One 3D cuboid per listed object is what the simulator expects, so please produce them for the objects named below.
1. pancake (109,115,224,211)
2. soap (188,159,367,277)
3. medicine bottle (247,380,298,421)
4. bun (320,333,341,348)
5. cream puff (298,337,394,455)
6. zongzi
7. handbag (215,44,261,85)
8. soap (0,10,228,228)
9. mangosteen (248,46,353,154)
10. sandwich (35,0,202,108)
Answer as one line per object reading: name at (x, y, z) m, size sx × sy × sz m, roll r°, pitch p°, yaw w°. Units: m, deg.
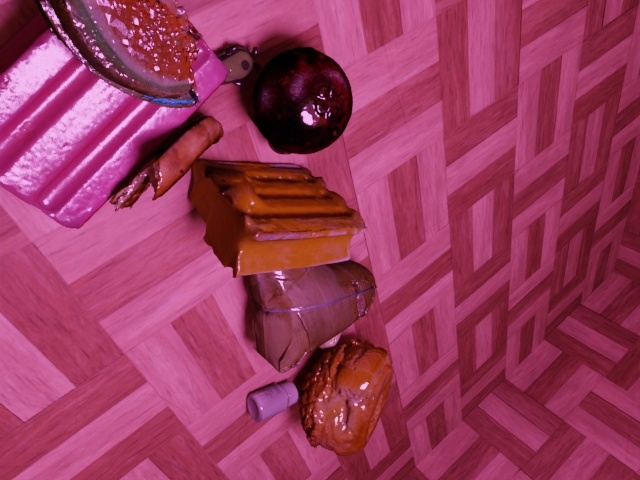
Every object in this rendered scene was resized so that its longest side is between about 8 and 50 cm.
pancake at (-0.243, -0.134, 0.836) m, size 0.056 × 0.212 × 0.257 m, roll 45°, pitch 74°, yaw -16°
soap at (-0.091, -0.058, 0.994) m, size 0.281 × 0.259 × 0.142 m, roll -5°, pitch 131°, yaw -38°
medicine bottle at (-0.133, 0.447, 1.400) m, size 0.131 × 0.080 × 0.080 m, roll -12°, pitch 123°, yaw -37°
bun at (0.016, 0.251, 1.416) m, size 0.115 × 0.069 × 0.115 m, roll -43°, pitch 143°, yaw -44°
cream puff at (0.065, 0.439, 1.444) m, size 0.327 × 0.231 × 0.342 m, roll -52°, pitch 152°, yaw -39°
zongzi at (-0.021, 0.069, 1.212) m, size 0.356 × 0.174 × 0.392 m, roll -27°, pitch 119°, yaw -35°
handbag at (-0.166, -0.313, 0.907) m, size 0.111 × 0.047 × 0.072 m, roll -31°, pitch 132°, yaw -27°
soap at (-0.345, -0.220, 0.748) m, size 0.359 × 0.128 × 0.233 m, roll -48°, pitch 139°, yaw -7°
mangosteen at (-0.039, -0.260, 0.945) m, size 0.210 × 0.210 × 0.209 m, roll -22°, pitch 129°, yaw -31°
sandwich at (-0.234, -0.260, 0.666) m, size 0.159 × 0.079 × 0.235 m, roll -46°, pitch 141°, yaw -10°
